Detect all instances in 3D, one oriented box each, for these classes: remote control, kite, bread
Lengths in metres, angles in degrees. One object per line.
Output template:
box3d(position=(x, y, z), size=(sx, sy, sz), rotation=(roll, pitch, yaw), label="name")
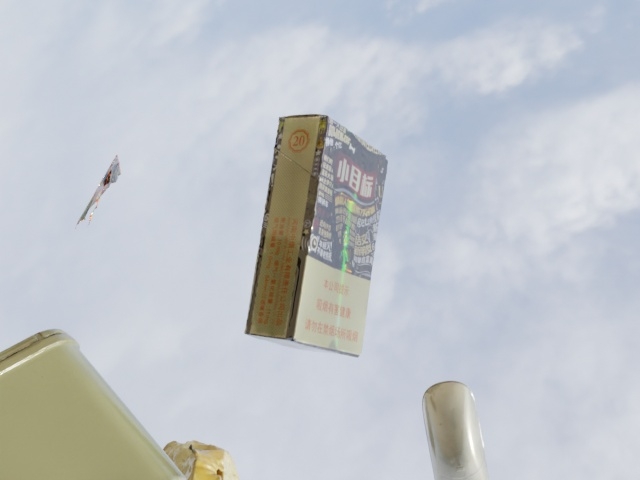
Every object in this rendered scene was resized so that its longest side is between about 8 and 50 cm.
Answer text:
box3d(position=(0.186, 0.297, 1.273), size=(0.073, 0.229, 0.044), rotation=(-10, -171, 2), label="remote control")
box3d(position=(-0.369, -0.083, 1.618), size=(0.159, 0.010, 0.190), rotation=(-57, -175, 36), label="kite")
box3d(position=(-0.230, 0.402, 1.462), size=(0.224, 0.211, 0.183), rotation=(-6, -149, -4), label="bread")

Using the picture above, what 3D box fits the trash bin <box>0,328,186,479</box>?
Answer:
box3d(position=(-0.314, 0.248, 1.071), size=(0.247, 0.121, 0.243), rotation=(44, -133, 19), label="trash bin")

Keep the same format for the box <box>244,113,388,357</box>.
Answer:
box3d(position=(0.000, 0.000, 1.344), size=(0.084, 0.198, 0.310), rotation=(3, -101, 30), label="box")
